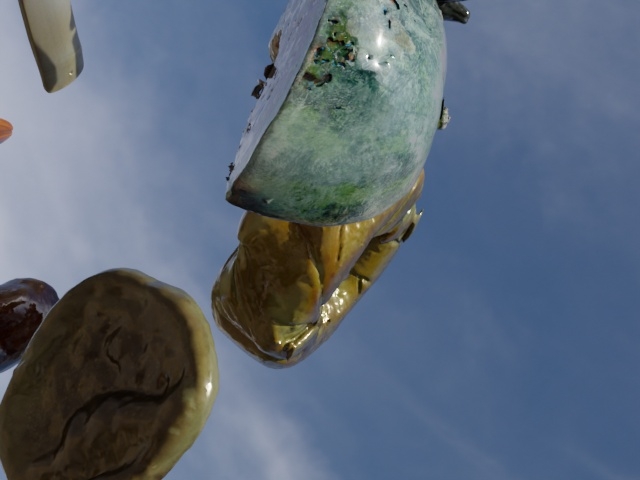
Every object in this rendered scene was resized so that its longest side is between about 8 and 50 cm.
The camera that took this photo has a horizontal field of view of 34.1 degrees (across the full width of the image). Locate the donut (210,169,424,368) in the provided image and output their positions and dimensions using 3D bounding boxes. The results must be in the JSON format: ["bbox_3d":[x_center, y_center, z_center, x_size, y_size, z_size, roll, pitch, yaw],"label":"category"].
[{"bbox_3d":[0.000,0.000,1.405,0.170,0.360,0.360,36,-64,13],"label":"donut"}]

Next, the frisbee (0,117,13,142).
[{"bbox_3d":[-0.517,-0.128,1.433,0.192,0.192,0.035,-18,-98,40],"label":"frisbee"}]

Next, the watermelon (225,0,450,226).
[{"bbox_3d":[0.051,-0.151,0.893,0.188,0.175,0.322,-52,-160,43],"label":"watermelon"}]

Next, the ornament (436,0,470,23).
[{"bbox_3d":[0.090,-0.297,1.137,0.080,0.202,0.236,-58,-166,-20],"label":"ornament"}]

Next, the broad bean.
[{"bbox_3d":[-0.498,0.135,1.579,0.122,0.228,0.156,55,-44,10],"label":"broad bean"}]

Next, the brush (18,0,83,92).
[{"bbox_3d":[-0.270,-0.278,1.015,0.050,0.060,0.321,26,-37,23],"label":"brush"}]

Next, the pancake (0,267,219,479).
[{"bbox_3d":[-0.236,0.162,1.099,0.294,0.049,0.294,-16,-120,30],"label":"pancake"}]
